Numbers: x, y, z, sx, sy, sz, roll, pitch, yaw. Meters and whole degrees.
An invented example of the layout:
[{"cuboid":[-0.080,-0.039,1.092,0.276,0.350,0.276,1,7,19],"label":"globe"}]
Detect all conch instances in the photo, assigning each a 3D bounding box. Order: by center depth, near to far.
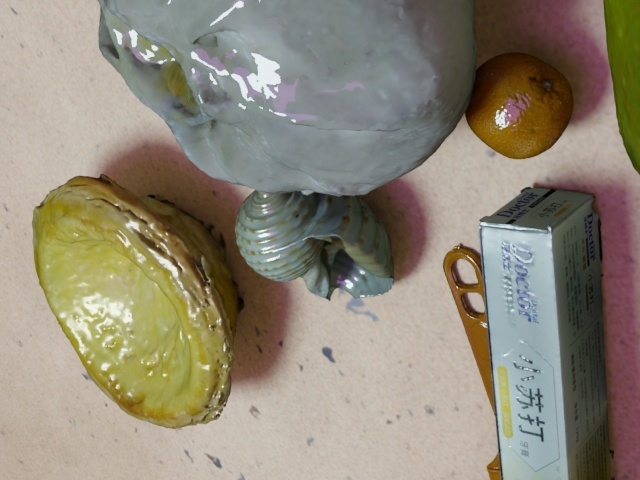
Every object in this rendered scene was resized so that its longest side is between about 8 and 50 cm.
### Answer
[{"cuboid":[0.000,-0.007,0.896,0.135,0.153,0.102,4,78,40],"label":"conch"}]

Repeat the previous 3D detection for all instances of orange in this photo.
[{"cuboid":[0.144,-0.099,0.731,0.085,0.085,0.085,22,128,31],"label":"orange"}]

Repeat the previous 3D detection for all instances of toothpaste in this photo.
[{"cuboid":[0.187,0.116,0.809,0.071,0.089,0.313,9,118,38],"label":"toothpaste"}]

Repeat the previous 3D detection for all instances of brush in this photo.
[{"cuboid":[0.168,0.148,0.910,0.090,0.017,0.314,-4,111,43],"label":"brush"}]

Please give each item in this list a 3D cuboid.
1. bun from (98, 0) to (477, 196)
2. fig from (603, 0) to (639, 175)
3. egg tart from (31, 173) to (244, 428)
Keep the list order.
[{"cuboid":[-0.048,-0.176,0.730,0.354,0.194,0.354,40,151,28],"label":"bun"},{"cuboid":[0.233,-0.140,0.577,0.275,0.206,0.206,61,144,34],"label":"fig"},{"cuboid":[-0.187,0.058,1.097,0.315,0.120,0.315,23,129,32],"label":"egg tart"}]
